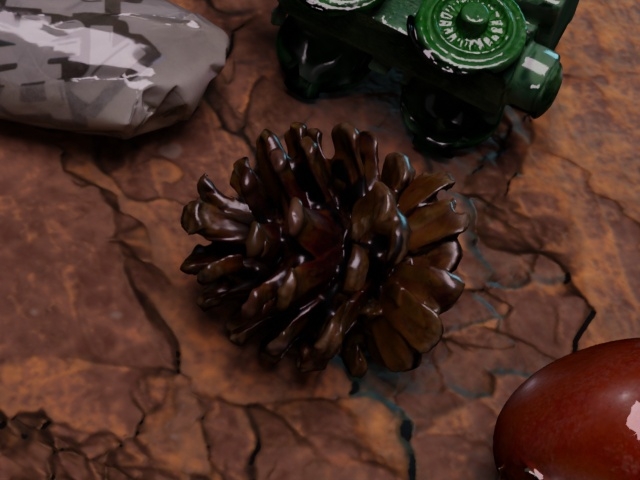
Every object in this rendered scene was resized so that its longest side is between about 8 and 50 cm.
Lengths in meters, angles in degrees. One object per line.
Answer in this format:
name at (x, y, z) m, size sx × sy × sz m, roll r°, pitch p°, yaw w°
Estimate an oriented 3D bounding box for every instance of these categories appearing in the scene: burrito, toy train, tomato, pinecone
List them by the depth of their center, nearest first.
tomato at (0.203, 0.133, 0.994) m, size 0.167 × 0.167 × 0.167 m, roll 5°, pitch 51°, yaw -7°
pinecone at (0.001, 0.002, 1.066) m, size 0.195 × 0.150 × 0.179 m, roll 4°, pitch 57°, yaw -4°
burrito at (-0.292, -0.172, 1.180) m, size 0.445 × 0.101 × 0.139 m, roll 16°, pitch 56°, yaw 0°
toy train at (0.079, -0.196, 1.227) m, size 0.266 × 0.145 × 0.202 m, roll 25°, pitch 63°, yaw 9°
